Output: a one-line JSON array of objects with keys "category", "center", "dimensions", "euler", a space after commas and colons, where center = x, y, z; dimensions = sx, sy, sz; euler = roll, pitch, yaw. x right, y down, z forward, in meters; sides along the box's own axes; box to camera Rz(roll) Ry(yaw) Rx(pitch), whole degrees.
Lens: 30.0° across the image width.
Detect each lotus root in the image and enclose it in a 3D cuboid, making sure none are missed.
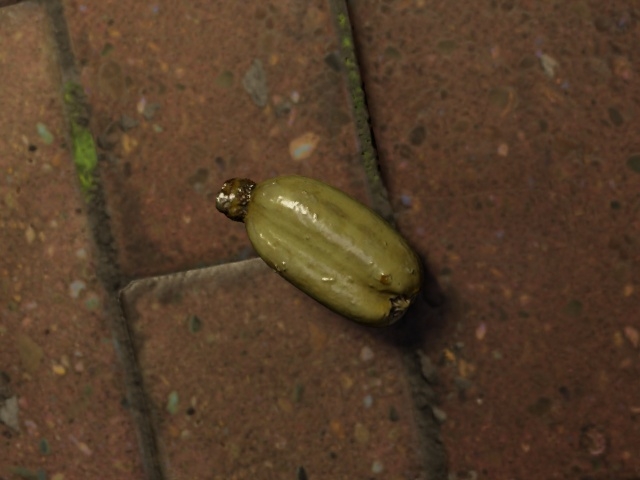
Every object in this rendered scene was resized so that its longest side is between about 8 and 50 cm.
[{"category": "lotus root", "center": [0.000, 0.000, 0.976], "dimensions": [0.183, 0.077, 0.090], "euler": [31, 112, 7]}]
